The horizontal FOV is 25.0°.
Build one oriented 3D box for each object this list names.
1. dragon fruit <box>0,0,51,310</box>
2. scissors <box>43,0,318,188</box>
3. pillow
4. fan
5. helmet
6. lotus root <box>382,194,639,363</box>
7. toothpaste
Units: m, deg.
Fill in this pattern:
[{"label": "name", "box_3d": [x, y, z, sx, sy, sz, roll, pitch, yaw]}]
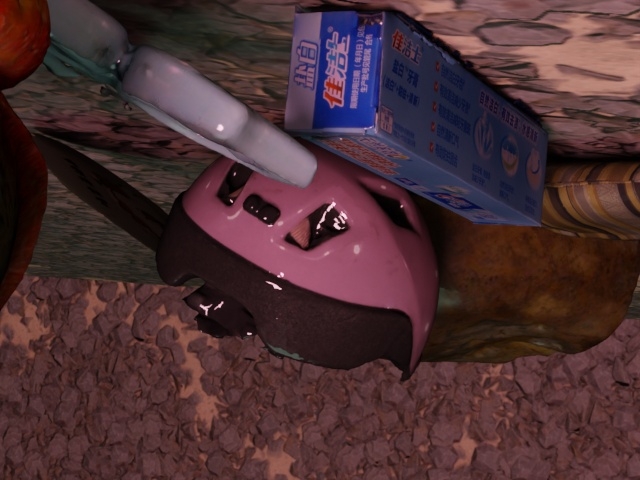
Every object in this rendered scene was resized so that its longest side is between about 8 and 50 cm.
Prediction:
[{"label": "dragon fruit", "box_3d": [-0.189, 0.014, 0.404, 0.268, 0.130, 0.295, -29, 151, -21]}, {"label": "scissors", "box_3d": [-0.104, -0.081, 0.736, 0.191, 0.029, 0.360, 31, 177, -9]}, {"label": "pillow", "box_3d": [0.227, -0.026, 1.012, 0.212, 0.052, 0.208, 2, 177, 41]}, {"label": "fan", "box_3d": [-0.106, -0.004, 1.168, 0.329, 0.009, 0.191, 31, -172, -42]}, {"label": "helmet", "box_3d": [0.000, 0.000, 1.036, 0.198, 0.154, 0.253, 31, -160, 23]}, {"label": "lotus root", "box_3d": [0.101, 0.033, 1.282, 0.260, 0.149, 0.267, 10, 170, -40]}, {"label": "toothpaste", "box_3d": [0.061, -0.060, 0.782, 0.053, 0.066, 0.272, 4, 174, 25]}]
